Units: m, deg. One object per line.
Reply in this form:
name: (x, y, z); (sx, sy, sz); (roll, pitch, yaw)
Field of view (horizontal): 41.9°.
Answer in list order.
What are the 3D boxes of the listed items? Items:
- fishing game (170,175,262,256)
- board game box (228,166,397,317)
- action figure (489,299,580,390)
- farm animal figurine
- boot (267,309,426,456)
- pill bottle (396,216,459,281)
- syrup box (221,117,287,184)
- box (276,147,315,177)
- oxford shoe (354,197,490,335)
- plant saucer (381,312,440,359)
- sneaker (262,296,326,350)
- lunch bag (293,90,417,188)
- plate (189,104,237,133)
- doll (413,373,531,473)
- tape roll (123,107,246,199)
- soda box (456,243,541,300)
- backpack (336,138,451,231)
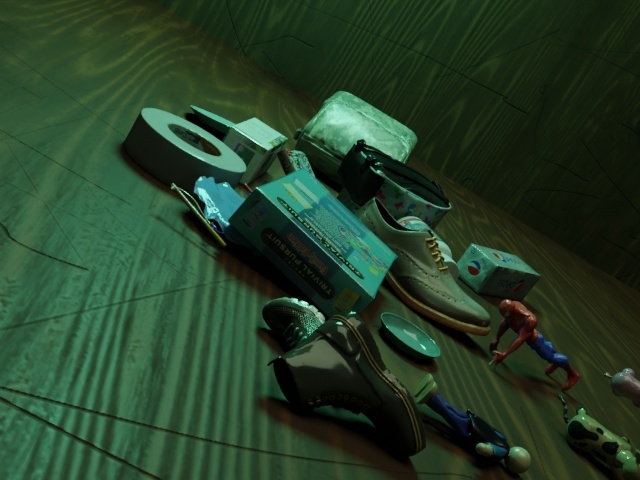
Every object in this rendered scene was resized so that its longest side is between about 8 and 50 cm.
fishing game: (-0.142, -0.033, 1.413); (0.189, 0.041, 0.264); (47, 18, 9)
board game box: (0.000, 0.000, 1.461); (0.254, 0.079, 0.336); (43, 16, 2)
action figure: (0.397, 0.222, 1.653); (0.280, 0.139, 0.091); (49, -1, -36)
farm animal figurine: (0.603, 0.355, 1.385); (0.327, 0.330, 0.172); (65, 20, 9)
boot: (0.029, 0.199, 1.017); (0.137, 0.077, 0.198); (-27, 78, -39)
pill bottle: (0.224, 0.033, 1.827); (0.108, 0.108, 0.180); (22, 18, -34)
syrup box: (-0.153, -0.197, 1.820); (0.096, 0.093, 0.237); (33, 15, -1)
box: (-0.041, -0.137, 1.868); (0.094, 0.027, 0.137); (-1, 65, -63)
oxford shoe: (0.203, 0.053, 1.672); (0.363, 0.133, 0.130); (37, 15, 16)
plant saucer: (0.147, 0.166, 1.416); (0.119, 0.021, 0.119); (31, 15, -9)
sneaker: (-0.014, 0.136, 1.112); (0.166, 0.065, 0.076); (35, 19, 14)
lunch bag: (0.093, -0.238, 2.266); (0.305, 0.213, 0.256); (33, 31, 3)
plate: (-0.231, -0.274, 2.004); (0.188, 0.024, 0.188); (26, 8, -4)
doll: (0.218, 0.269, 1.183); (0.189, 0.046, 0.129); (38, 5, -4)
tape roll: (-0.248, -0.157, 1.544); (0.219, 0.072, 0.219); (30, 16, -9)
soda box: (0.461, 0.086, 2.176); (0.098, 0.091, 0.286); (44, 19, 32)
backpack: (0.172, -0.098, 1.976); (0.253, 0.191, 0.225); (18, 22, -22)
